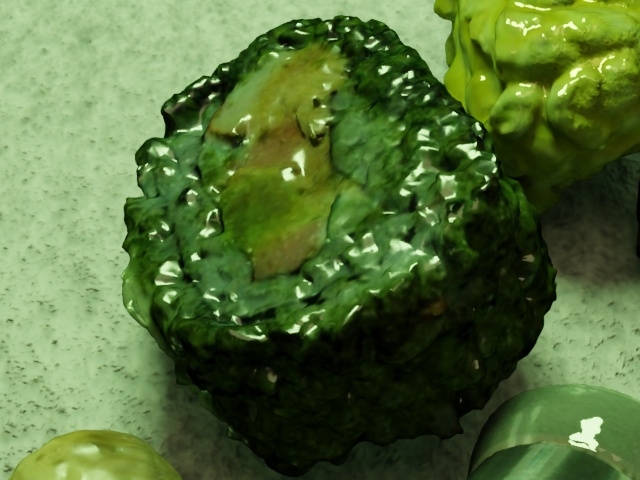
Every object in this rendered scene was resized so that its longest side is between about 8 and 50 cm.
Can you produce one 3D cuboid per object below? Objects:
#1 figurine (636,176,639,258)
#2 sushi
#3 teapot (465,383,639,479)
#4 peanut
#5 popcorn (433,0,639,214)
[{"bbox_3d":[0.453,-0.011,1.063,0.370,0.167,0.281,7,38,10],"label":"figurine"},{"bbox_3d":[0.000,0.000,0.976,0.294,0.178,0.352,-31,40,2],"label":"sushi"},{"bbox_3d":[0.086,0.257,0.775,0.300,0.253,0.344,-9,16,39],"label":"teapot"},{"bbox_3d":[-0.159,0.206,0.904,0.141,0.109,0.159,-10,41,-23],"label":"peanut"},{"bbox_3d":[0.221,-0.154,1.115,0.235,0.242,0.250,25,50,-21],"label":"popcorn"}]
